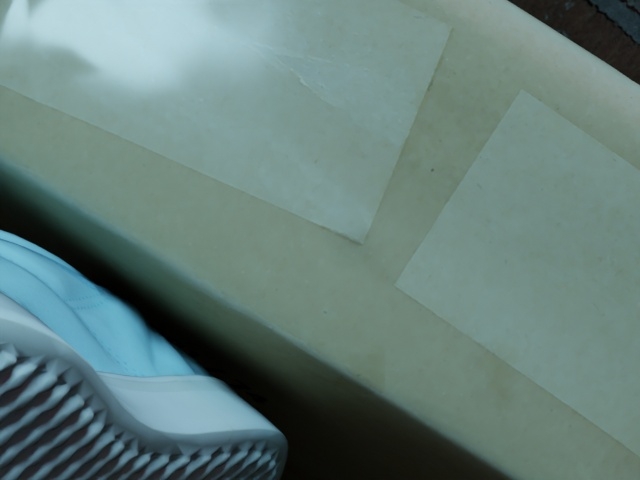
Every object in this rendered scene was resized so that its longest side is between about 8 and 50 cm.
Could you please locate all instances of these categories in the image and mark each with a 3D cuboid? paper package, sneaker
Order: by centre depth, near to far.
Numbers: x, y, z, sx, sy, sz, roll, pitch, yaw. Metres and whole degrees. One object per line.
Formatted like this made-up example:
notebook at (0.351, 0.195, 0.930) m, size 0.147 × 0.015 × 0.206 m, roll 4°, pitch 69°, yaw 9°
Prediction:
sneaker at (-0.140, 0.054, 0.624) m, size 0.150 × 0.135 × 0.366 m, roll 35°, pitch -1°, yaw 20°
paper package at (0.000, 0.000, 0.842) m, size 0.325 × 0.168 × 0.309 m, roll 31°, pitch -16°, yaw -4°
